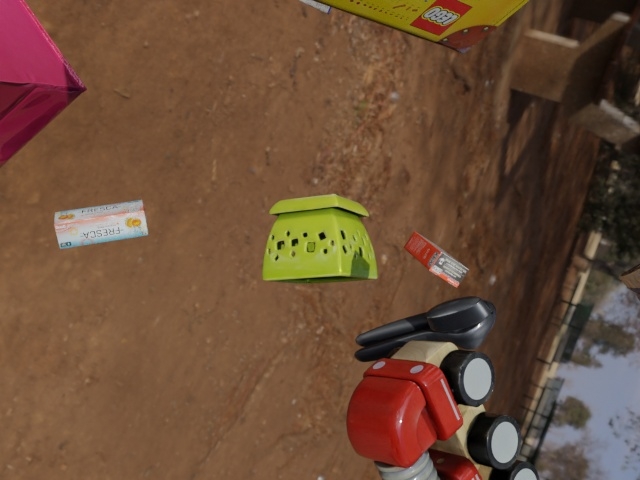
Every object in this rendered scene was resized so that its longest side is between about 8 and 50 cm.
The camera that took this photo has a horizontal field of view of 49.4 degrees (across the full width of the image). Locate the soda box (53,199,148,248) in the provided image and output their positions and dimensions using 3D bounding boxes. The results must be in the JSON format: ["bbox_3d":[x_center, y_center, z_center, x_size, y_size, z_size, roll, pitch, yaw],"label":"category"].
[{"bbox_3d":[-0.458,-0.035,1.462,0.058,0.183,0.062,-119,-156,-56],"label":"soda box"}]

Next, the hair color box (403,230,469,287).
[{"bbox_3d":[0.219,0.034,1.335,0.043,0.072,0.141,-56,-161,6],"label":"hair color box"}]

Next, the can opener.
[{"bbox_3d":[0.123,0.107,0.843,0.073,0.186,0.059,56,33,-22],"label":"can opener"}]

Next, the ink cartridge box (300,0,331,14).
[{"bbox_3d":[-0.043,-0.647,1.576,0.045,0.224,0.223,-69,-172,-31],"label":"ink cartridge box"}]

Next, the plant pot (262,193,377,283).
[{"bbox_3d":[0.000,0.000,1.762,0.227,0.228,0.207,13,75,-62],"label":"plant pot"}]

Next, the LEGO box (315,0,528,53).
[{"bbox_3d":[0.000,-0.443,0.705,0.501,0.372,0.193,4,152,-41],"label":"LEGO box"}]

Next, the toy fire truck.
[{"bbox_3d":[0.077,0.251,0.734,0.246,0.159,0.216,-33,106,-34],"label":"toy fire truck"}]

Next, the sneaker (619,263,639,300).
[{"bbox_3d":[0.617,0.082,1.160,0.130,0.147,0.330,-34,168,7],"label":"sneaker"}]

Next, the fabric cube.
[{"bbox_3d":[-0.583,-0.261,1.072,0.258,0.254,0.259,-36,178,17],"label":"fabric cube"}]
